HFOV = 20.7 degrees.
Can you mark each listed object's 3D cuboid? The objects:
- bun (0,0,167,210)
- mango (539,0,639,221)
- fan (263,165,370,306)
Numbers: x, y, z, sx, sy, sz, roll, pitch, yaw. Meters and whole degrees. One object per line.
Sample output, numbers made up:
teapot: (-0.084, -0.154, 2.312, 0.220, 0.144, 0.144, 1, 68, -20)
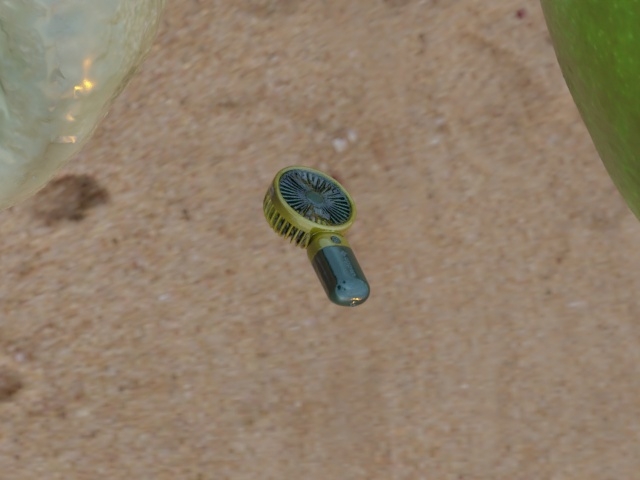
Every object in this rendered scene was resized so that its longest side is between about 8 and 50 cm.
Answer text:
bun: (-0.239, -0.194, 1.039, 0.349, 0.352, 0.227, 60, 38, -16)
mango: (0.193, -0.131, 0.767, 0.201, 0.225, 0.382, -38, 139, -33)
fan: (0.000, 0.000, 1.536, 0.082, 0.039, 0.155, 5, 42, -32)
